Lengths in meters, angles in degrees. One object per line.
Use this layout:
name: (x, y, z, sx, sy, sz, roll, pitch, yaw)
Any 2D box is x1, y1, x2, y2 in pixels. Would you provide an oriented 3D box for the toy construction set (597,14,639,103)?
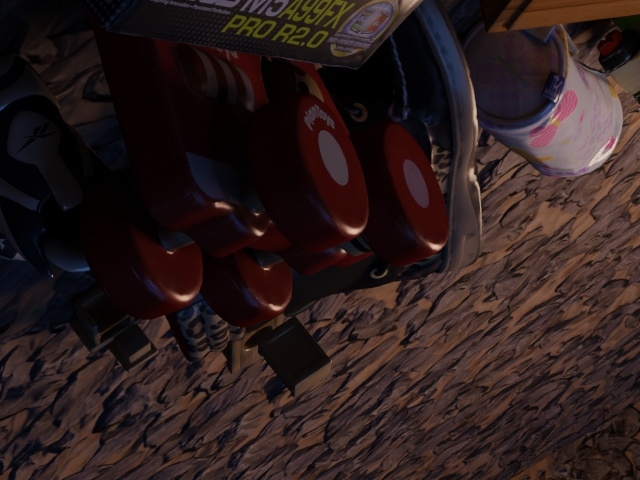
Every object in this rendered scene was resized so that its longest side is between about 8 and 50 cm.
toy construction set: (0.404, -0.244, 1.824, 0.215, 0.151, 0.328, -55, 180, -36)

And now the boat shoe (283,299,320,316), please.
boat shoe: (0.000, 0.000, 1.757, 0.060, 0.064, 0.178, 26, 116, -34)

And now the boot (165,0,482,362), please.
boot: (-0.023, -0.066, 1.440, 0.284, 0.138, 0.377, -23, 142, -9)

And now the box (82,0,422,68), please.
box: (-0.094, -0.205, 0.863, 0.060, 0.270, 0.216, -47, 157, 23)

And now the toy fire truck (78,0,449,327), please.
toy fire truck: (-0.052, -0.087, 1.212, 0.169, 0.254, 0.302, -22, 165, 24)

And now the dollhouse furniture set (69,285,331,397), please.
dollhouse furniture set: (-0.110, 0.104, 1.598, 0.161, 0.182, 0.101, -32, 159, -18)

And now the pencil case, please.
pencil case: (0.218, -0.142, 1.744, 0.124, 0.113, 0.273, -69, 157, -2)

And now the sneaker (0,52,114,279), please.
sneaker: (-0.191, -0.012, 1.263, 0.094, 0.153, 0.235, -28, 156, -23)

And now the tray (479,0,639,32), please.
tray: (0.351, -0.254, 1.475, 0.411, 0.076, 0.203, -9, 172, -8)
